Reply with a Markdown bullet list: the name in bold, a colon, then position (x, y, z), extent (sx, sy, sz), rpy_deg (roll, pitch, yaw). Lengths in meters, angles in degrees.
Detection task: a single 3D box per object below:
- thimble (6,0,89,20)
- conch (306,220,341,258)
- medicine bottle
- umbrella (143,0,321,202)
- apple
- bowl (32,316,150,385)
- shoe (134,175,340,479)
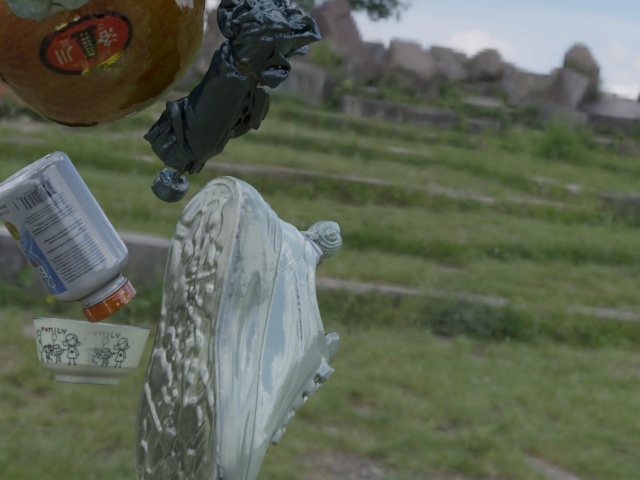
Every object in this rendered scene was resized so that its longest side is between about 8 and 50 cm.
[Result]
- **thimble**: position (-0.268, -0.372, 1.237), extent (0.254, 0.288, 0.167), rpy_deg (6, -28, 35)
- **conch**: position (-0.002, -0.002, 2.132), extent (0.085, 0.076, 0.056), rpy_deg (-26, -36, 35)
- **medicine bottle**: position (-0.439, 0.001, 2.129), extent (0.157, 0.289, 0.157), rpy_deg (-29, 14, 8)
- **umbrella**: position (-0.138, -0.190, 1.656), extent (0.143, 0.349, 0.094), rpy_deg (23, 36, -19)
- **apple**: position (-0.342, -0.354, 1.680), extent (0.400, 0.333, 0.400), rpy_deg (47, -9, 10)
- **bowl**: position (-0.463, 0.225, 2.448), extent (0.237, 0.126, 0.238), rpy_deg (3, -6, 0)
- **shoe**: position (-0.054, 0.111, 1.035), extent (0.159, 0.316, 0.124), rpy_deg (16, -16, -41)
